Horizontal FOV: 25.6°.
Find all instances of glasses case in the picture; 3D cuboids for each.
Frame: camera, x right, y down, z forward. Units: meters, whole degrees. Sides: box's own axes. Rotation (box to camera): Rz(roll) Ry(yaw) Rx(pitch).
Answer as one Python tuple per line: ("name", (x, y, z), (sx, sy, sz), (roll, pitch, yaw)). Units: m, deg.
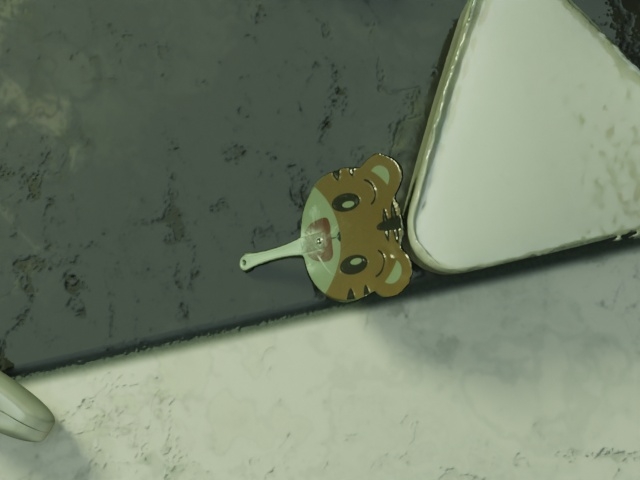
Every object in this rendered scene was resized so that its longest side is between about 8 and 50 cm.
("glasses case", (-0.393, 0.148, 1.516), (0.233, 0.092, 0.059), (29, 85, -2))

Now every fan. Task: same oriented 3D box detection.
("fan", (0.000, 0.000, 1.505), (0.227, 0.008, 0.152), (-14, 78, 34))

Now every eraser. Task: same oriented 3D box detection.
("eraser", (0.228, -0.135, 1.512), (0.331, 0.150, 0.331), (0, 91, -1))
